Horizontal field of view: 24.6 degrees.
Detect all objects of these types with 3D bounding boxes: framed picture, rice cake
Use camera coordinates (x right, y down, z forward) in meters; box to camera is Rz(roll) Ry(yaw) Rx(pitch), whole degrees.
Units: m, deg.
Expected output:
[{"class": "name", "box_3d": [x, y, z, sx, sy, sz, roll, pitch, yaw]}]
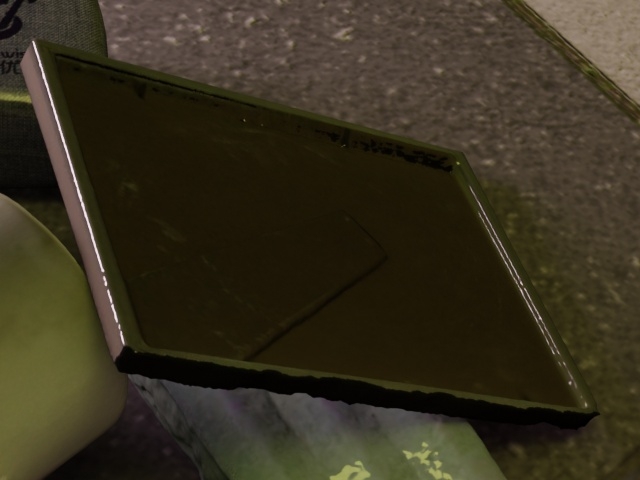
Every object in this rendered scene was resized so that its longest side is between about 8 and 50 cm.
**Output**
[{"class": "framed picture", "box_3d": [0.000, 0.001, 0.687, 0.265, 0.018, 0.192, 12, 39, -35]}, {"class": "rice cake", "box_3d": [-0.008, 0.079, 0.676, 0.127, 0.043, 0.237, -23, 56, -28]}]

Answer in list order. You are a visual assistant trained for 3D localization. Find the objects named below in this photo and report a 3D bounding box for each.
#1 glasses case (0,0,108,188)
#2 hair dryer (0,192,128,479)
[{"class": "glasses case", "box_3d": [-0.275, -0.086, 0.767, 0.323, 0.074, 0.131, -2, 49, -10]}, {"class": "hair dryer", "box_3d": [-0.106, 0.152, 0.557, 0.362, 0.128, 0.203, 41, 53, 17]}]
